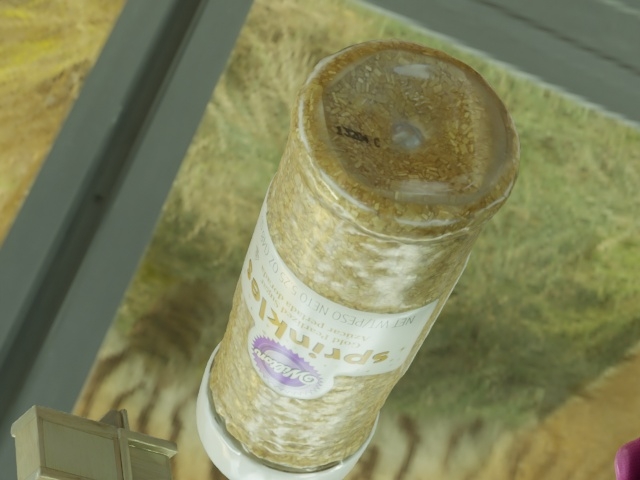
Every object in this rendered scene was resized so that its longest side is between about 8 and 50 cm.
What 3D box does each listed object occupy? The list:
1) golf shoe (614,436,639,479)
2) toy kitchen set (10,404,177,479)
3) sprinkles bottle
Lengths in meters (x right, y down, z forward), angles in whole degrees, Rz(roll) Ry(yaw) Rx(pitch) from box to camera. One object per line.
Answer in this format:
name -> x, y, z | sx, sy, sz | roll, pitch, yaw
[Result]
golf shoe -> 0.304, 0.080, 0.892 | 0.140, 0.115, 0.306 | 25, 106, -25
toy kitchen set -> -0.115, 0.098, 0.622 | 0.075, 0.068, 0.083 | 23, 130, -39
sprinkles bottle -> 0.008, 0.034, 0.858 | 0.121, 0.121, 0.355 | 20, 146, -1
